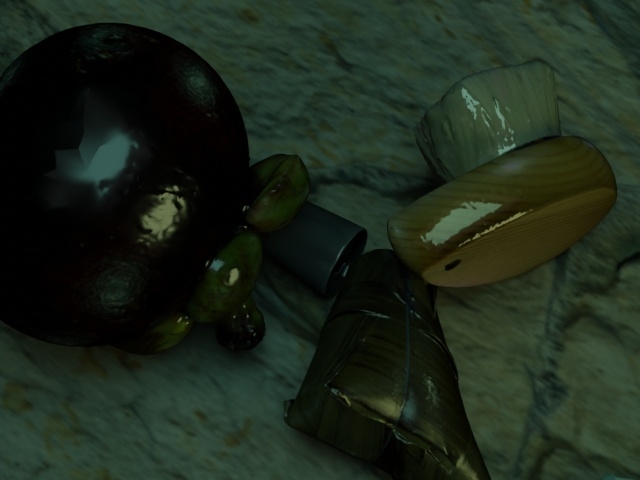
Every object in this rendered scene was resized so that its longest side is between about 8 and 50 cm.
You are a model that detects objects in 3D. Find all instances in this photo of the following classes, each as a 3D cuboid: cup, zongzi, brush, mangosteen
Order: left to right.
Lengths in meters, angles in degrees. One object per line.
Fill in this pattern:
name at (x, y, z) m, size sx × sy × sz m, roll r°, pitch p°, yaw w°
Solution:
mangosteen at (-0.191, -0.045, 1.790) m, size 0.330 × 0.330 × 0.330 m, roll 1°, pitch 65°, yaw -2°
cup at (0.000, 0.000, 1.905) m, size 0.077 × 0.078 × 0.100 m, roll 31°, pitch 33°, yaw 16°
zongzi at (0.107, 0.135, 1.836) m, size 0.242 × 0.112 × 0.221 m, roll 29°, pitch 53°, yaw -10°
brush at (0.151, -0.059, 1.853) m, size 0.267 × 0.174 × 0.166 m, roll -17°, pitch 67°, yaw -40°

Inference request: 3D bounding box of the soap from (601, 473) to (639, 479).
soap at (0.345, 0.277, 1.758) m, size 0.198 × 0.119 × 0.066 m, roll 10°, pitch 62°, yaw 2°
